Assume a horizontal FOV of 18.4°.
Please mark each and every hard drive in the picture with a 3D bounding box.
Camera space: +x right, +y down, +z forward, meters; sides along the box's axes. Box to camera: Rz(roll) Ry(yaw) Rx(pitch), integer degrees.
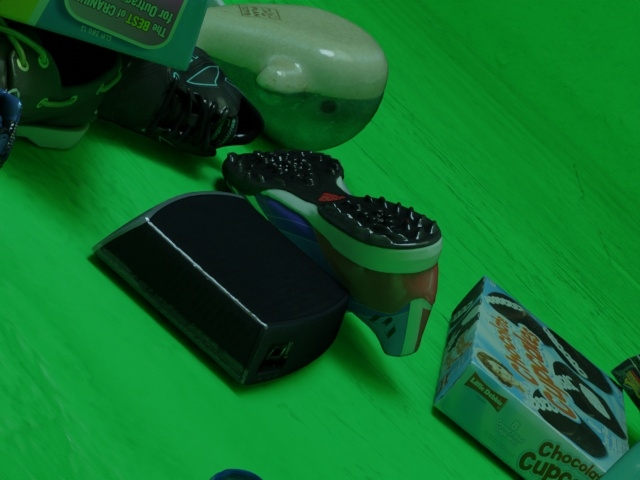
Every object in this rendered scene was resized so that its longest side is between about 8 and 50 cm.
[{"bbox_3d":[-0.066,0.029,1.562,0.172,0.054,0.255,41,14,9],"label":"hard drive"}]

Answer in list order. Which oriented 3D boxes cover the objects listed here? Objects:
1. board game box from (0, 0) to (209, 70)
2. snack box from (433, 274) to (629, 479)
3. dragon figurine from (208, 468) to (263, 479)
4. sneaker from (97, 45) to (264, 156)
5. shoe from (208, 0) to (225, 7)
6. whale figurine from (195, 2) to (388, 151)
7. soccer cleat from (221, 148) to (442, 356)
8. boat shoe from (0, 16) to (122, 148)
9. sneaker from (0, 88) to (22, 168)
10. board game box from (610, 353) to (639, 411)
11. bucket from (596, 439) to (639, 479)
[{"bbox_3d":[-0.257,-0.223,1.565,0.317,0.064,0.242,16,9,-12],"label":"board game box"},{"bbox_3d":[0.202,0.146,1.857,0.187,0.060,0.322,39,14,-3],"label":"snack box"},{"bbox_3d":[-0.045,0.183,1.074,0.144,0.085,0.289,47,12,35],"label":"dragon figurine"},{"bbox_3d":[-0.129,-0.133,1.796,0.106,0.101,0.267,37,13,14],"label":"sneaker"},{"bbox_3d":[-0.137,-0.269,2.279,0.178,0.063,0.081,43,19,32],"label":"shoe"},{"bbox_3d":[-0.067,-0.176,2.103,0.272,0.141,0.216,9,23,-15],"label":"whale figurine"},{"bbox_3d":[0.000,0.000,1.770,0.109,0.116,0.318,-9,23,-29],"label":"soccer cleat"},{"bbox_3d":[-0.247,-0.131,1.524,0.109,0.091,0.305,42,14,12],"label":"boat shoe"},{"bbox_3d":[-0.253,-0.059,1.303,0.083,0.087,0.221,36,14,-8],"label":"sneaker"},{"bbox_3d":[0.394,0.229,2.031,0.259,0.030,0.136,55,16,10],"label":"board game box"},{"bbox_3d":[0.318,0.264,1.536,0.281,0.183,0.281,36,14,-11],"label":"bucket"}]
